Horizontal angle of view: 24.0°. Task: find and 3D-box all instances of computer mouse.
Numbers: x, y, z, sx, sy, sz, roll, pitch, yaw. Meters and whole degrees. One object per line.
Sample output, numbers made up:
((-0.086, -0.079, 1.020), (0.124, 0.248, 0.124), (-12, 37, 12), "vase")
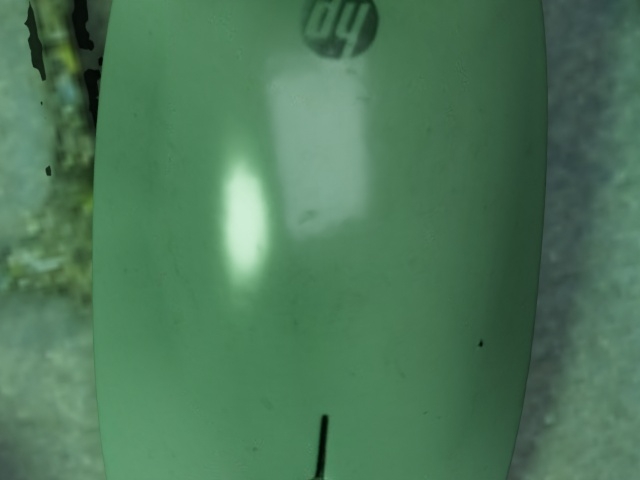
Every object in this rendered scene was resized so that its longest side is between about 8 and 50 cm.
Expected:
((0.001, 0.000, 0.524), (0.159, 0.097, 0.288), (1, 101, -8), "computer mouse")
